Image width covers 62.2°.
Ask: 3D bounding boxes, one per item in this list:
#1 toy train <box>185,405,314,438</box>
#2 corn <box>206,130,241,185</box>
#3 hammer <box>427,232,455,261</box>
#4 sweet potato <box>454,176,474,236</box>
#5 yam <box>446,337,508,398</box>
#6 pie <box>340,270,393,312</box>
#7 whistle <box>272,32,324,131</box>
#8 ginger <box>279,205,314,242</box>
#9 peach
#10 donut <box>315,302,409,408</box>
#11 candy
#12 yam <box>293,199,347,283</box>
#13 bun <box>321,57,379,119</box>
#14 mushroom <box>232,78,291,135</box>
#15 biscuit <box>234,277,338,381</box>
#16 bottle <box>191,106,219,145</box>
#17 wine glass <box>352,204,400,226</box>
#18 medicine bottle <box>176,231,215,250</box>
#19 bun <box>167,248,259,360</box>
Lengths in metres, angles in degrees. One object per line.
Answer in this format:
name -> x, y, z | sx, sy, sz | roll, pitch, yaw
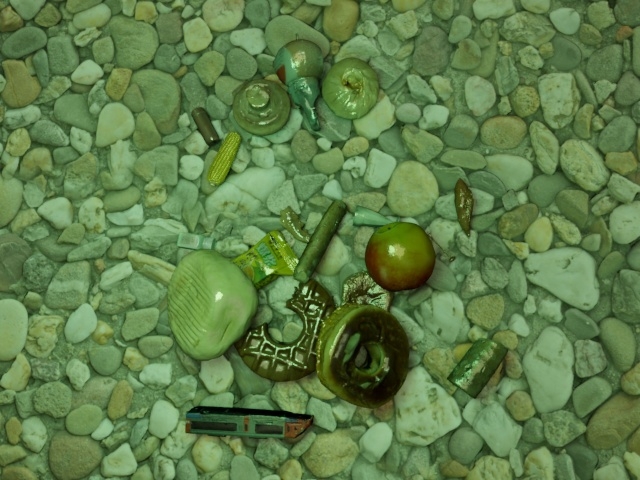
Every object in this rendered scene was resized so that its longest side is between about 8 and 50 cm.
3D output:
toy train -> -0.227, 0.595, 1.719 | 0.409, 0.086, 0.089 | 3, 83, 3
corn -> -0.339, -0.285, 1.865 | 0.067, 0.067, 0.206 | 22, 82, 6
hammer -> 0.409, 0.023, 1.805 | 0.029, 0.014, 0.123 | -40, 79, -12
sweet potato -> 0.488, -0.113, 1.798 | 0.068, 0.060, 0.206 | -4, 92, 37
yam -> 0.505, 0.399, 1.698 | 0.107, 0.107, 0.194 | 38, 85, 8
pie -> 0.154, 0.199, 1.776 | 0.195, 0.046, 0.195 | 0, 83, 0
whistle -> -0.068, -0.544, 1.836 | 0.189, 0.189, 0.348 | -10, 88, 2
ginger -> -0.076, -0.043, 1.826 | 0.173, 0.051, 0.069 | 45, 75, 1
peach -> 0.255, 0.052, 1.703 | 0.231, 0.231, 0.231 | 0, 82, 3
donut -> 0.121, 0.358, 1.659 | 0.330, 0.160, 0.330 | 1, 88, -34
candy -> -0.217, 0.105, 1.792 | 0.297, 0.081, 0.187 | -33, 82, 7
yam -> 0.000, 0.000, 1.765 | 0.071, 0.067, 0.317 | 42, 63, -26
bun -> 0.106, -0.536, 1.846 | 0.222, 0.127, 0.222 | 0, 79, 2
mushroom -> -0.205, -0.466, 1.818 | 0.204, 0.204, 0.204 | 0, 82, 3
biscuit -> -0.089, 0.311, 1.740 | 0.366, 0.115, 0.268 | -37, 82, -1
bottle -> -0.411, -0.407, 1.894 | 0.053, 0.053, 0.140 | -28, 82, -1
wine glass -> 0.188, -0.068, 1.803 | 0.155, 0.073, 0.073 | 15, 83, 2
medicine bottle -> -0.424, 0.008, 1.822 | 0.118, 0.074, 0.055 | 10, 82, 5
bun -> -0.339, 0.204, 1.685 | 0.361, 0.213, 0.361 | -16, 67, 43
